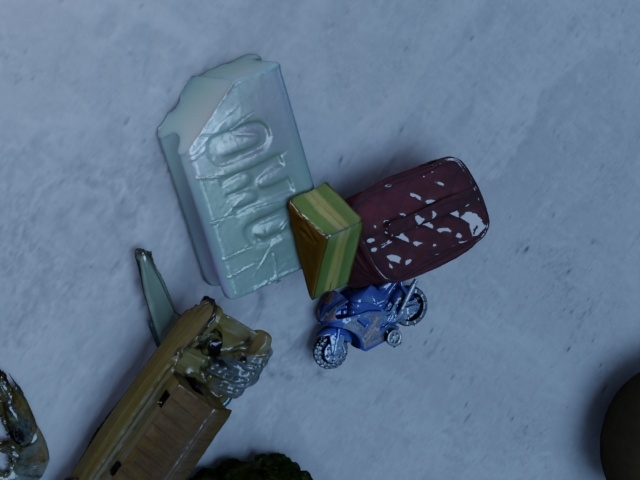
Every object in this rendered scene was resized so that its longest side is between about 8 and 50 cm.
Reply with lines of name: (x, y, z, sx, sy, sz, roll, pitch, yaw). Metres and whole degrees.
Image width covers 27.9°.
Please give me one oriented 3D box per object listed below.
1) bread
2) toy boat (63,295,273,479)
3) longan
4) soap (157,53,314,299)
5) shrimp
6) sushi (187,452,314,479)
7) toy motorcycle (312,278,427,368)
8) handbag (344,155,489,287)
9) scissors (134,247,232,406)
bread: (0.000, 0.004, 1.775, 0.074, 0.084, 0.139, -27, 148, -28)
toy boat: (-0.224, 0.284, 1.734, 0.136, 0.162, 0.445, 32, 98, -34)
longan: (0.618, 0.346, 2.192, 0.297, 0.297, 0.297, -9, 110, -27)
soap: (-0.105, -0.086, 1.749, 0.172, 0.095, 0.290, -25, 116, -21)
shrimp: (-0.445, 0.266, 1.709, 0.147, 0.035, 0.195, -24, 117, -18)
sushi: (-0.111, 0.500, 1.882, 0.294, 0.178, 0.352, -16, 111, -22)
toy motorcycle: (0.067, 0.107, 1.924, 0.205, 0.076, 0.114, -27, 110, -20)
handbag: (0.124, -0.024, 1.860, 0.225, 0.135, 0.147, -22, 91, -21)
scissors: (-0.206, 0.135, 1.793, 0.138, 0.041, 0.289, -27, 120, -20)
